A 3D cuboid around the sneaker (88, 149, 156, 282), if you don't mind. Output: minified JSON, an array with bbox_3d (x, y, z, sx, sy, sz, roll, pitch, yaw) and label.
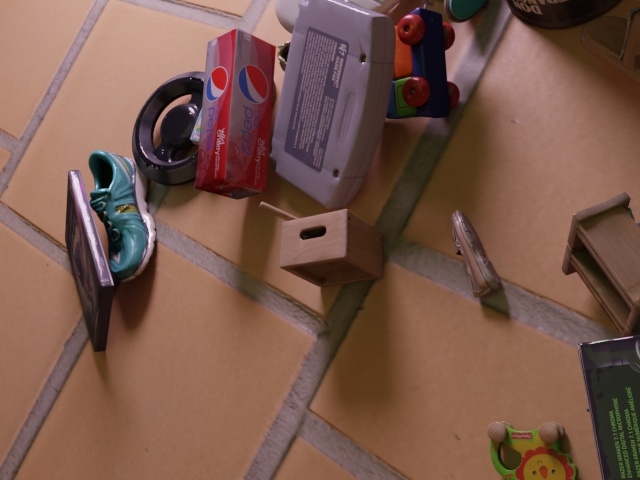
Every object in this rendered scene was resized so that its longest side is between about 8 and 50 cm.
[{"bbox_3d":[-0.381,-0.047,1.339,0.107,0.110,0.275,-30,59,21],"label":"sneaker"}]

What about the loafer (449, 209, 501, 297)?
[{"bbox_3d":[0.198,0.018,0.975,0.039,0.045,0.125,-36,59,25],"label":"loafer"}]

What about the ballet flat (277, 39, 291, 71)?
[{"bbox_3d":[0.025,-0.295,1.188,0.241,0.077,0.091,5,76,34],"label":"ballet flat"}]

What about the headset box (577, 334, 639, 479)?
[{"bbox_3d":[0.395,0.159,0.663,0.283,0.246,0.131,-16,64,29],"label":"headset box"}]

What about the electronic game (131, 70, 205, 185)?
[{"bbox_3d":[-0.257,-0.211,1.358,0.229,0.048,0.229,-8,70,23],"label":"electronic game"}]

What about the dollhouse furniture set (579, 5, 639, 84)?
[{"bbox_3d":[0.453,-0.442,0.803,0.394,0.362,0.256,-30,54,-13],"label":"dollhouse furniture set"}]

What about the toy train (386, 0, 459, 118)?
[{"bbox_3d":[0.114,-0.300,1.076,0.143,0.105,0.248,-3,93,40],"label":"toy train"}]

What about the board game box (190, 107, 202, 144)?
[{"bbox_3d":[-0.155,-0.231,1.284,0.103,0.026,0.154,18,81,7],"label":"board game box"}]

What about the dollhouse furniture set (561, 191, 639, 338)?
[{"bbox_3d":[0.393,0.018,0.815,0.183,0.129,0.129,-23,57,-3],"label":"dollhouse furniture set"}]

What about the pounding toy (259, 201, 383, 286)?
[{"bbox_3d":[0.000,0.000,1.056,0.141,0.130,0.100,-10,67,30],"label":"pounding toy"}]

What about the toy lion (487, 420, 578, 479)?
[{"bbox_3d":[0.251,0.263,0.855,0.100,0.034,0.096,-7,76,31],"label":"toy lion"}]

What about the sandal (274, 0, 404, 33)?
[{"bbox_3d":[0.118,-0.454,1.183,0.416,0.102,0.169,-36,70,2],"label":"sandal"}]

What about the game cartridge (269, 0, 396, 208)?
[{"bbox_3d":[0.016,-0.208,1.096,0.196,0.060,0.294,39,125,43],"label":"game cartridge"}]

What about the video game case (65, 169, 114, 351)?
[{"bbox_3d":[-0.424,0.036,1.319,0.274,0.026,0.196,63,147,33],"label":"video game case"}]

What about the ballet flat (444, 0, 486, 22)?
[{"bbox_3d":[0.240,-0.425,1.115,0.213,0.072,0.068,-62,25,-3],"label":"ballet flat"}]

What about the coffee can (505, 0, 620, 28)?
[{"bbox_3d":[0.292,-0.437,0.942,0.201,0.275,0.202,-13,65,29],"label":"coffee can"}]

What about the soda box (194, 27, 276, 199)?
[{"bbox_3d":[-0.140,-0.207,1.203,0.083,0.092,0.263,-9,74,44],"label":"soda box"}]
